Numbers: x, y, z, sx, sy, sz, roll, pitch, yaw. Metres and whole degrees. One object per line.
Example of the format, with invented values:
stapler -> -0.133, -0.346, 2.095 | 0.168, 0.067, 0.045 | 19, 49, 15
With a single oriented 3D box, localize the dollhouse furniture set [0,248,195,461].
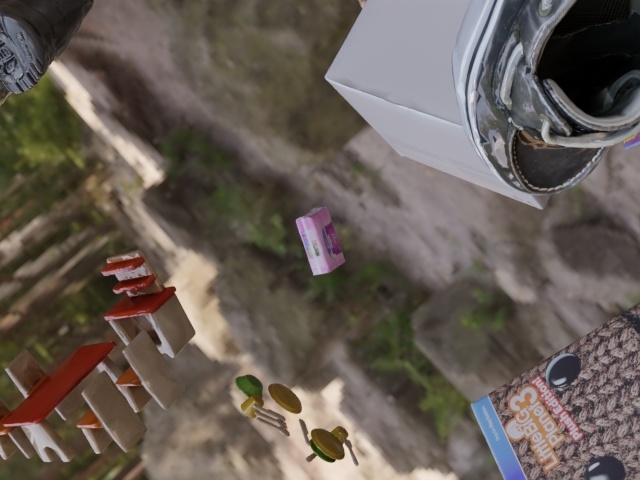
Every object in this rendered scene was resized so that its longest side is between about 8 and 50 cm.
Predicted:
dollhouse furniture set -> -0.285, 0.143, 1.767 | 0.262, 0.259, 0.135 | -11, 117, 45

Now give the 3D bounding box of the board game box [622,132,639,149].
board game box -> 0.293, -0.157, 1.285 | 0.033, 0.133, 0.169 | 15, 170, -11

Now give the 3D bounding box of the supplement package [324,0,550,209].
supplement package -> 0.152, -0.161, 1.493 | 0.194, 0.149, 0.203 | 23, 171, 33

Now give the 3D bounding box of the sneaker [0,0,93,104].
sneaker -> -0.323, -0.202, 1.486 | 0.286, 0.130, 0.109 | -6, 125, 51

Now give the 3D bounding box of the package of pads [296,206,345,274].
package of pads -> 0.000, 0.000, 1.921 | 0.032, 0.050, 0.083 | -12, 102, 34

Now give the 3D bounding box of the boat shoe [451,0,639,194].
boat shoe -> 0.150, -0.111, 0.862 | 0.335, 0.121, 0.119 | 84, 174, -58

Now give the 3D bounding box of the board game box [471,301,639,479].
board game box -> 0.377, 0.247, 1.808 | 0.141, 0.291, 0.232 | 41, -161, -47

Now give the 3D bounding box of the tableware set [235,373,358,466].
tableware set -> -0.029, 0.205, 1.623 | 0.154, 0.024, 0.104 | 28, -158, -29

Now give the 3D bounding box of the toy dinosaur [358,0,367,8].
toy dinosaur -> 0.169, -0.310, 2.006 | 0.200, 0.296, 0.127 | 55, 172, 21
